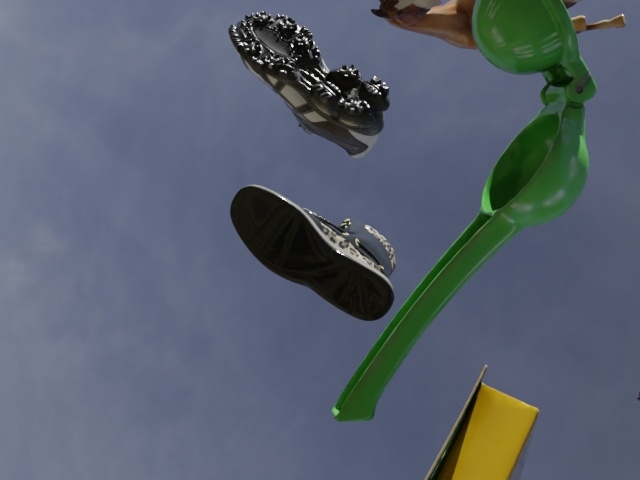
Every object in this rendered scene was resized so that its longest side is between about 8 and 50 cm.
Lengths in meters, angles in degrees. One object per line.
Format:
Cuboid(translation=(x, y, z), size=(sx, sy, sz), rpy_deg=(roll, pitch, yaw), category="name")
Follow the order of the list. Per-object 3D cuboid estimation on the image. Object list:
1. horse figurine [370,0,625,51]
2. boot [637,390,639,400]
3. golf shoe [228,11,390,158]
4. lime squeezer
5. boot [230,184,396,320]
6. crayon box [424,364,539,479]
Cuboid(translation=(0.180, -0.211, 0.798), size=(0.174, 0.263, 0.066), rpy_deg=(1, -74, 30), category="horse figurine")
Cuboid(translation=(0.341, 0.100, 0.861), size=(0.037, 0.106, 0.114), rpy_deg=(-24, -106, 52), category="boot")
Cuboid(translation=(-0.020, -0.151, 0.857), size=(0.198, 0.077, 0.094), rpy_deg=(42, -26, 24), category="golf shoe")
Cuboid(translation=(0.068, -0.072, 0.389), size=(0.110, 0.059, 0.310), rpy_deg=(3, -83, 7), category="lime squeezer")
Cuboid(translation=(0.000, 0.002, 1.125), size=(0.236, 0.178, 0.085), rpy_deg=(36, -74, 1), category="boot")
Cuboid(translation=(0.178, 0.310, 1.030), size=(0.081, 0.318, 0.202), rpy_deg=(23, -118, 21), category="crayon box")
